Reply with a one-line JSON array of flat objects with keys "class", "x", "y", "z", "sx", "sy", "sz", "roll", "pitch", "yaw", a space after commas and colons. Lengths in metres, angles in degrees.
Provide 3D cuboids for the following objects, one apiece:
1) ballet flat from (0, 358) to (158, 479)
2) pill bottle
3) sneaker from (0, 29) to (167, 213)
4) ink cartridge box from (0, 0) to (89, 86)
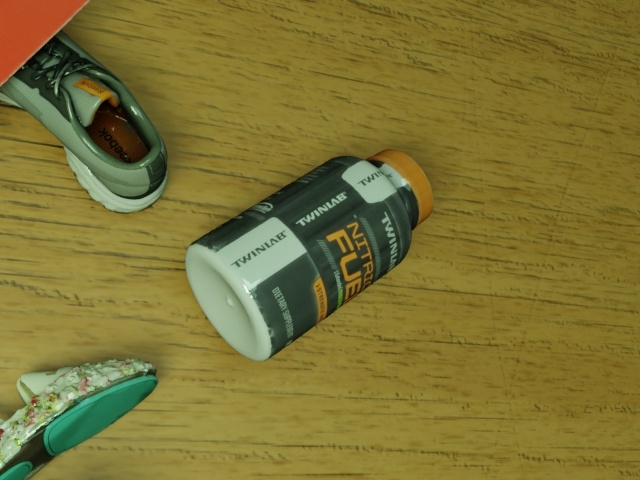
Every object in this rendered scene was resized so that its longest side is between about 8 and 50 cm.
[{"class": "ballet flat", "x": -0.249, "y": 0.156, "z": 0.648, "sx": 0.241, "sy": 0.091, "sz": 0.077, "roll": -35, "pitch": 70, "yaw": -31}, {"class": "pill bottle", "x": 0.000, "y": 0.000, "z": 0.772, "sx": 0.245, "sy": 0.130, "sz": 0.130, "roll": -34, "pitch": 92, "yaw": -27}, {"class": "sneaker", "x": -0.238, "y": -0.147, "z": 0.718, "sx": 0.271, "sy": 0.108, "sz": 0.100, "roll": 44, "pitch": 65, "yaw": -6}, {"class": "ink cartridge box", "x": -0.428, "y": -0.236, "z": 0.618, "sx": 0.385, "sy": 0.091, "sz": 0.308, "roll": 35, "pitch": 66, "yaw": 3}]
